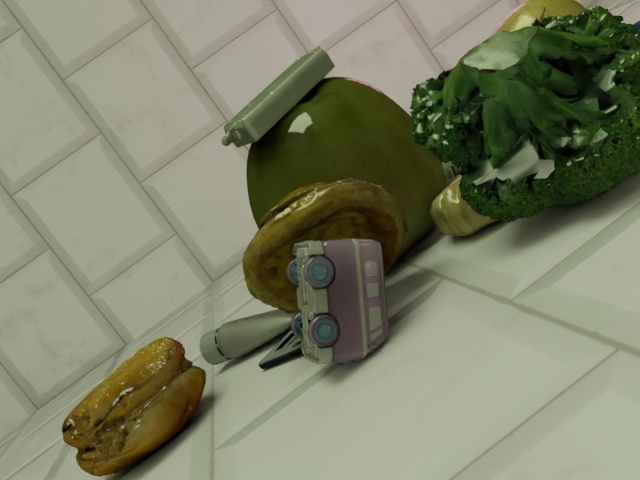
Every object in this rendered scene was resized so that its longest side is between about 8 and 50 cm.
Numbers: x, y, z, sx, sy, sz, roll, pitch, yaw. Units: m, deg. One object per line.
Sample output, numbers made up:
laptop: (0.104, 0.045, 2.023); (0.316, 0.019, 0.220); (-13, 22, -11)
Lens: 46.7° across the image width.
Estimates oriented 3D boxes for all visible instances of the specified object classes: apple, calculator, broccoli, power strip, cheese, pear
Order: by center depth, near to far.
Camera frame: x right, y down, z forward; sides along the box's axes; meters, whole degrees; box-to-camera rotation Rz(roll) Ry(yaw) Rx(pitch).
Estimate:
broccoli: (0.355, -0.205, 1.195); (0.321, 0.310, 0.413); (-23, 35, -27)
cheese: (0.313, -0.094, 1.446); (0.214, 0.117, 0.226); (-38, 2, 11)
calculator: (-0.007, 0.180, 1.481); (0.261, 0.021, 0.161); (-28, 10, 42)
power strip: (-0.093, -0.304, 1.591); (0.098, 0.058, 0.338); (-5, 37, 54)
pear: (0.501, -0.382, 1.670); (0.309, 0.309, 0.309); (-35, 8, 6)
apple: (0.049, -0.133, 1.681); (0.473, 0.474, 0.473); (-35, 8, 6)

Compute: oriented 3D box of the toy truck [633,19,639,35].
toy truck: (0.606, -0.325, 1.414); (0.175, 0.146, 0.367); (-26, 12, 48)

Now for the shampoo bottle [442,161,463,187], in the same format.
shampoo bottle: (0.357, -0.180, 1.833); (0.162, 0.079, 0.079); (-28, 11, 42)

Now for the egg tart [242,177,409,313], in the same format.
egg tart: (-0.001, -0.002, 1.376); (0.341, 0.129, 0.341); (-19, -36, -15)

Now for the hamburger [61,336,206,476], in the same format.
hamburger: (-0.382, 0.349, 1.533); (0.289, 0.170, 0.314); (-33, 9, 38)

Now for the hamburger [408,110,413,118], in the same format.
hamburger: (0.373, -0.314, 2.059); (0.211, 0.260, 0.245); (-41, 41, 47)

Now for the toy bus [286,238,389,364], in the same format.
toy bus: (0.030, 0.097, 1.218); (0.142, 0.203, 0.142); (-5, 0, -17)

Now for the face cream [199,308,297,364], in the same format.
face cream: (-0.140, 0.202, 1.699); (0.314, 0.089, 0.143); (-26, -1, 27)
